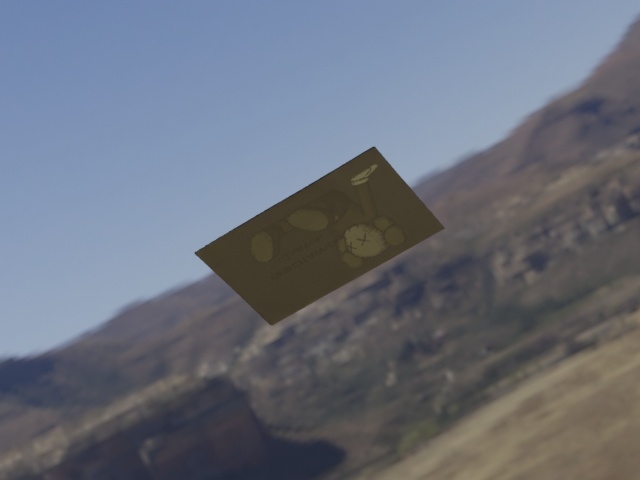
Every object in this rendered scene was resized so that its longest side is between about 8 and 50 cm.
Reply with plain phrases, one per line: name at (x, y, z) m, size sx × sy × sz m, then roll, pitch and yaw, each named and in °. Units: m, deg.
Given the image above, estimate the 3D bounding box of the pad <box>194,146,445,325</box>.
pad at (0.000, 0.000, 1.491) m, size 0.190 × 0.004 × 0.127 m, roll -30°, pitch -47°, yaw 17°
